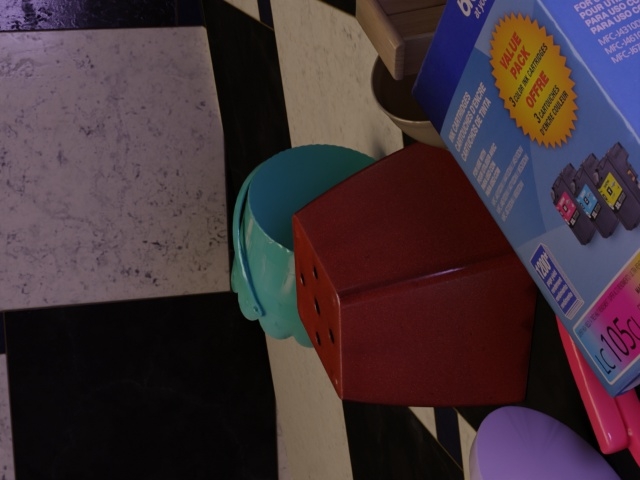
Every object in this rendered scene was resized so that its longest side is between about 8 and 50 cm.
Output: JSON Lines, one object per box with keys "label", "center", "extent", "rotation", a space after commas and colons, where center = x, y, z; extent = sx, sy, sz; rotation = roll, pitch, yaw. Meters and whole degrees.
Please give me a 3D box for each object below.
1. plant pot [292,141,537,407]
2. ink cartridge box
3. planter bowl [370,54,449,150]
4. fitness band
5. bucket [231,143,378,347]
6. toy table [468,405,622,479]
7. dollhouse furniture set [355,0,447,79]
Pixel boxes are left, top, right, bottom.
{"label": "plant pot", "center": [0.104, 0.058, 1.637], "extent": [0.267, 0.236, 0.267], "rotation": [-119, 20, -47]}
{"label": "ink cartridge box", "center": [0.222, -0.107, 1.044], "extent": [0.395, 0.151, 0.270], "rotation": [60, 161, 19]}
{"label": "planter bowl", "center": [0.151, -0.165, 1.450], "extent": [0.109, 0.162, 0.162], "rotation": [53, -172, -48]}
{"label": "fitness band", "center": [0.311, 0.112, 1.264], "extent": [0.209, 0.054, 0.290], "rotation": [122, 132, -67]}
{"label": "bucket", "center": [0.000, 0.000, 1.950], "extent": [0.183, 0.281, 0.281], "rotation": [101, 153, -47]}
{"label": "toy table", "center": [0.235, 0.334, 1.418], "extent": [0.274, 0.252, 0.160], "rotation": [-101, 23, -49]}
{"label": "dollhouse furniture set", "center": [0.143, -0.332, 1.241], "extent": [0.355, 0.174, 0.303], "rotation": [90, 160, -45]}
